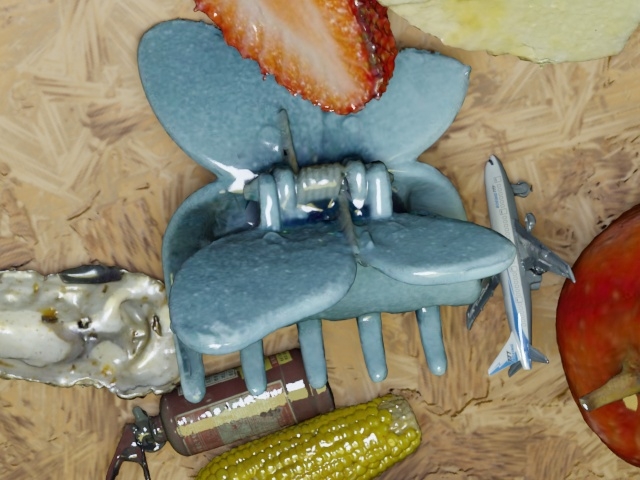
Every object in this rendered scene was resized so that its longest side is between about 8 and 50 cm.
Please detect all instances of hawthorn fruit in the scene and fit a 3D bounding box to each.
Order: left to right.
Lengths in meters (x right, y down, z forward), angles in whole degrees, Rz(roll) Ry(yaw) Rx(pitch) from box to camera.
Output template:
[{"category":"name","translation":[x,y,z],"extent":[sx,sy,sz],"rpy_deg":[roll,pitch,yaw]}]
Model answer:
[{"category":"hawthorn fruit","translation":[0.346,0.106,1.904],"extent":[0.330,0.287,0.287],"rpy_deg":[-23,126,-47]}]

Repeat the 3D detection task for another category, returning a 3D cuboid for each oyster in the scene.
[{"category":"oyster","translation":[-0.287,0.076,1.937],"extent":[0.345,0.078,0.129],"rpy_deg":[10,92,-11]}]

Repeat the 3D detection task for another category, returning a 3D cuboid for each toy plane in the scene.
[{"category":"toy plane","translation":[0.191,0.026,1.943],"extent":[0.058,0.226,0.226],"rpy_deg":[7,73,-21]}]

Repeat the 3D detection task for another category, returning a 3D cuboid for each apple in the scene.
[{"category":"apple","translation":[0.170,-0.322,1.711],"extent":[0.309,0.252,0.314],"rpy_deg":[12,92,-16]}]

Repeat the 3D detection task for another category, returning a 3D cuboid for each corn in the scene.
[{"category":"corn","translation":[-0.020,0.236,2.033],"extent":[0.261,0.097,0.097],"rpy_deg":[-25,116,3]}]

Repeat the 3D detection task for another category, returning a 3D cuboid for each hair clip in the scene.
[{"category":"hair clip","translation":[0.000,0.000,1.837],"extent":[0.318,0.392,0.238],"rpy_deg":[-7,140,-8]}]

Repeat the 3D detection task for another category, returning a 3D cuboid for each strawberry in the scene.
[{"category":"strawberry","translation":[-0.028,-0.251,1.782],"extent":[0.188,0.106,0.286],"rpy_deg":[-29,101,38]}]

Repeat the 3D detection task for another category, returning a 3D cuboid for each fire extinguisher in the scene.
[{"category":"fire extinguisher","translation":[-0.110,0.187,1.990],"extent":[0.252,0.106,0.075],"rpy_deg":[-18,135,-1]}]
